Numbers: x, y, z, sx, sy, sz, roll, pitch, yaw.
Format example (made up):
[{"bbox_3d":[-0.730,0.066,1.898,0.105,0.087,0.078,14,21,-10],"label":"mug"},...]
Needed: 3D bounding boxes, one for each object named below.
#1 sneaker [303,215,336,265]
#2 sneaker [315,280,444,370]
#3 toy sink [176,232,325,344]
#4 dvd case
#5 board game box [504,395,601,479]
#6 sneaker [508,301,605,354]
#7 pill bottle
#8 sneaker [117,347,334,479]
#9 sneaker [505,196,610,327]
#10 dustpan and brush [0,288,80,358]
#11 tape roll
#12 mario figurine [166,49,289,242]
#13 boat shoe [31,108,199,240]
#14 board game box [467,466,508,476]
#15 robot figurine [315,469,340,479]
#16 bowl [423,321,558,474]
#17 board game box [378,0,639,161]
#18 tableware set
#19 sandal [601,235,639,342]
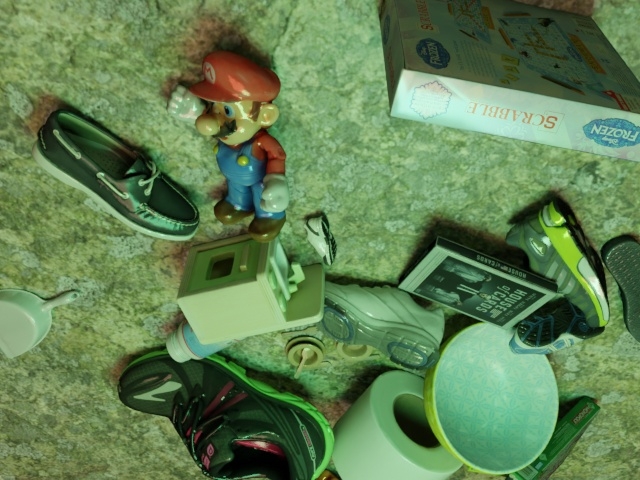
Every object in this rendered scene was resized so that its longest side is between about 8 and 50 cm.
[{"bbox_3d":[0.000,0.000,1.295,0.043,0.040,0.109,-1,126,23],"label":"sneaker"},{"bbox_3d":[0.100,0.141,1.355,0.297,0.129,0.111,24,141,7],"label":"sneaker"},{"bbox_3d":[-0.122,0.073,1.278,0.234,0.153,0.131,-12,126,11],"label":"toy sink"},{"bbox_3d":[0.285,0.084,1.298,0.238,0.030,0.179,22,148,-6],"label":"dvd case"},{"bbox_3d":[0.474,0.488,1.521,0.046,0.317,0.214,38,134,29],"label":"board game box"},{"bbox_3d":[0.461,0.175,1.379,0.211,0.080,0.081,-6,151,-19],"label":"sneaker"},{"bbox_3d":[-0.228,0.185,1.407,0.160,0.087,0.087,-27,123,20],"label":"pill bottle"},{"bbox_3d":[-0.212,0.370,1.442,0.482,0.202,0.185,17,125,12],"label":"sneaker"},{"bbox_3d":[0.443,0.052,1.293,0.121,0.111,0.300,-20,121,30],"label":"sneaker"},{"bbox_3d":[-0.576,0.146,1.412,0.211,0.060,0.147,-17,113,22],"label":"dustpan and brush"},{"bbox_3d":[0.164,0.422,1.484,0.246,0.246,0.169,25,124,-17],"label":"tape roll"},{"bbox_3d":[-0.146,-0.139,1.105,0.197,0.170,0.321,-1,129,5],"label":"mario figurine"},{"bbox_3d":[-0.325,-0.105,1.168,0.302,0.114,0.091,28,129,-20],"label":"boat shoe"},{"bbox_3d":[0.353,0.412,1.509,0.092,0.181,0.043,11,127,-7],"label":"board game box"},{"bbox_3d":[-0.024,0.674,1.721,0.158,0.219,0.128,37,168,21],"label":"robot figurine"},{"bbox_3d":[0.317,0.314,1.426,0.289,0.290,0.156,22,163,-15],"label":"bowl"},{"bbox_3d":[0.241,-0.237,0.925,0.317,0.319,0.066,10,128,-5],"label":"board game box"},{"bbox_3d":[0.021,0.233,1.468,0.194,0.039,0.128,-12,127,10],"label":"tableware set"},{"bbox_3d":[0.610,0.091,1.345,0.097,0.054,0.255,-24,114,10],"label":"sandal"}]
